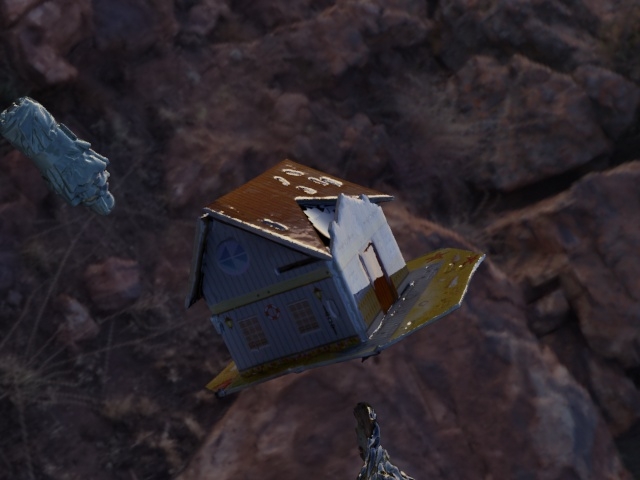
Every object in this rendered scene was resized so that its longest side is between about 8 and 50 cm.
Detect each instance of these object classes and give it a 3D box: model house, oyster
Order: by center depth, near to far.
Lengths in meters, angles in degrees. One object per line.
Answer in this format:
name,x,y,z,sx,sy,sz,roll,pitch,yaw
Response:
oyster,0.046,0.189,0.628,0.105,0.056,0.177,-99,180,-73
model house,0.000,0.000,0.734,0.135,0.207,0.219,65,27,-10

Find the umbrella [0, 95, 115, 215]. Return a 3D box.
umbrella,-0.253,-0.079,0.949,0.143,0.062,0.067,52,20,-26
